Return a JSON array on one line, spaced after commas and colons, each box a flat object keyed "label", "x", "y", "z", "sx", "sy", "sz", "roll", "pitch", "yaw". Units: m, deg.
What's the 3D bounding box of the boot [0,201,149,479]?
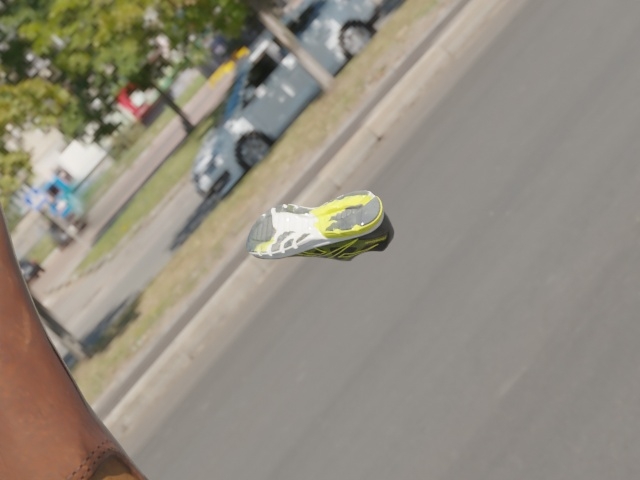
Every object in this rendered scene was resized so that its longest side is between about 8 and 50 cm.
[{"label": "boot", "x": -0.021, "y": 0.092, "z": 0.381, "sx": 0.096, "sy": 0.280, "sz": 0.264, "roll": -42, "pitch": 53, "yaw": 34}]

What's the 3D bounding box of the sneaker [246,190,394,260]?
[{"label": "sneaker", "x": 0.000, "y": 0.000, "z": 0.636, "sx": 0.083, "sy": 0.035, "sz": 0.031, "roll": -10, "pitch": 53, "yaw": 30}]
